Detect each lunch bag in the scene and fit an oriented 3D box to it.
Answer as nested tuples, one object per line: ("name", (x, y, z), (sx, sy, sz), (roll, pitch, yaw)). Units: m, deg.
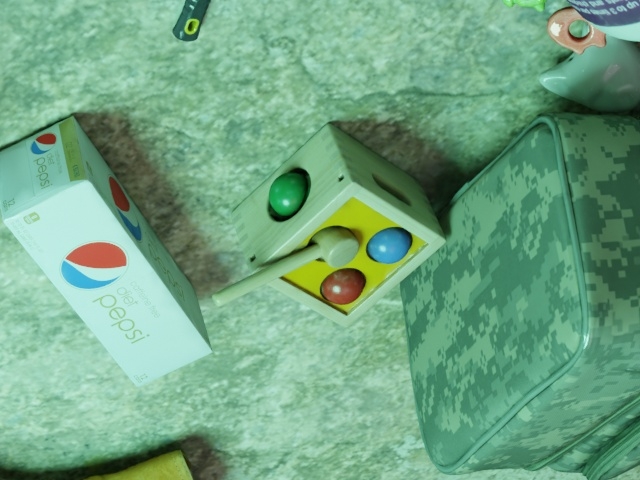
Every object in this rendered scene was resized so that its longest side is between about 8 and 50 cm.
("lunch bag", (0.235, 0.051, 1.236), (0.256, 0.212, 0.305), (2, 151, -22))

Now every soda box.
("soda box", (-0.157, 0.013, 1.196), (0.069, 0.074, 0.216), (-26, 136, 5))

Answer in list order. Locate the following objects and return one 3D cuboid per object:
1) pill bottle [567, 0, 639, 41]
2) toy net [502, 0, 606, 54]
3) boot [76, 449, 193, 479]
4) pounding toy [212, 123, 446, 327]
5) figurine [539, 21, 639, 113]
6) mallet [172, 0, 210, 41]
("pill bottle", (0.185, -0.228, 0.977), (0.169, 0.169, 0.301), (-40, 118, 19))
("toy net", (0.240, -0.156, 1.131), (0.232, 0.045, 0.122), (30, 118, -4))
("boot", (-0.213, 0.226, 1.378), (0.211, 0.104, 0.295), (-28, 141, 0))
("pounding toy", (0.000, 0.000, 1.223), (0.130, 0.100, 0.141), (-42, 133, 20))
("figurine", (0.296, -0.147, 1.213), (0.209, 0.092, 0.215), (25, 121, -27))
("mallet", (-0.069, -0.206, 1.047), (0.062, 0.039, 0.190), (10, 132, -30))
